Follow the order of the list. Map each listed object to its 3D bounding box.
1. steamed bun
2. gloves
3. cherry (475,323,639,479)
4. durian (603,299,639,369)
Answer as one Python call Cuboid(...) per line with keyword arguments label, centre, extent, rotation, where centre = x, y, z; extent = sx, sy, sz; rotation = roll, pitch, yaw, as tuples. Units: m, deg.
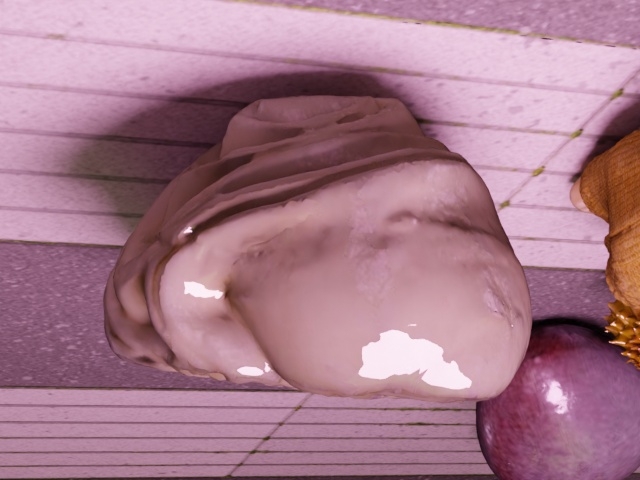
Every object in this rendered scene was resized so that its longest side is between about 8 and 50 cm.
Cuboid(label="steamed bun", centre=(0.010, 0.001, 1.031), extent=(0.309, 0.219, 0.324), rotation=(5, -177, 11))
Cuboid(label="gloves", centre=(0.311, -0.008, 1.089), extent=(0.203, 0.155, 0.356), rotation=(17, 178, 3))
Cuboid(label="cherry", centre=(0.282, 0.198, 1.555), extent=(0.213, 0.183, 0.266), rotation=(-23, 141, 3))
Cuboid(label="durian", centre=(0.372, 0.073, 1.364), extent=(0.182, 0.132, 0.165), rotation=(-23, 175, -12))
